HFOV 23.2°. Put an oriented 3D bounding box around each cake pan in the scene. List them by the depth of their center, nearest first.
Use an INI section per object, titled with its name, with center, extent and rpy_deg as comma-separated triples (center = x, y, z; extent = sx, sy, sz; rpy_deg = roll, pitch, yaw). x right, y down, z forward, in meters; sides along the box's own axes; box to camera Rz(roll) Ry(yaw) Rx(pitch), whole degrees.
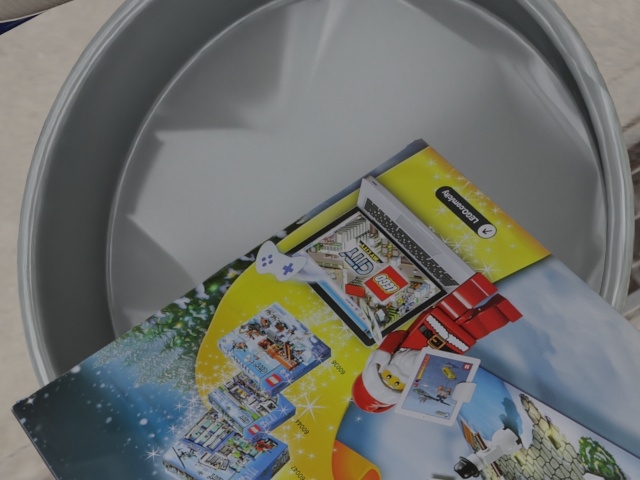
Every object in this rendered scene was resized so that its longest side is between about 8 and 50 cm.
[cake pan]
center = 0.000, 0.000, 0.697
extent = 0.293, 0.054, 0.293
rpy_deg = -4, 80, 24

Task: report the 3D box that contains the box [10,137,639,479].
[box]
center = 0.035, 0.085, 0.434
extent = 0.159, 0.044, 0.233
rpy_deg = -34, 49, -12

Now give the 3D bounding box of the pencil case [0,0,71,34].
[pencil case]
center = -0.132, -0.255, 0.386
extent = 0.159, 0.183, 0.410
rpy_deg = -17, 99, 32
